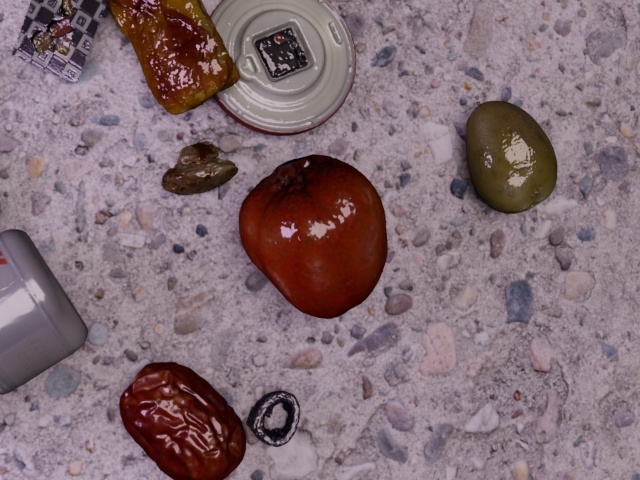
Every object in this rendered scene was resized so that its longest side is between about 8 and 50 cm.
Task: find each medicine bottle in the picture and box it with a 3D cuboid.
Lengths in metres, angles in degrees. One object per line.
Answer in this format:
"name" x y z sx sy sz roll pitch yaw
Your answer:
"medicine bottle" -0.581 0.150 1.503 0.306 0.245 0.245 -33 94 -15

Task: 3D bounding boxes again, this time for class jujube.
"jujube" -0.250 0.337 1.623 0.250 0.174 0.174 41 76 3

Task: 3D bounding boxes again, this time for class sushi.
"sushi" -0.481 -0.414 1.669 0.139 0.031 0.201 25 101 0

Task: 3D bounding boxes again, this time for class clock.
"clock" -0.081 -0.367 1.773 0.318 0.080 0.319 1 85 -16

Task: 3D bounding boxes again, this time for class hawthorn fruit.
"hawthorn fruit" -0.005 -0.008 1.657 0.295 0.295 0.312 -18 87 -16

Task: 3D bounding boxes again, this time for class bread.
"bread" -0.301 -0.432 1.667 0.381 0.185 0.109 62 34 -2

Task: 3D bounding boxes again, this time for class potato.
"potato" 0.387 -0.182 1.845 0.174 0.159 0.251 -21 83 -23

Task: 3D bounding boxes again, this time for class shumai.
"shumai" -0.241 -0.137 1.692 0.139 0.123 0.105 -35 84 -2

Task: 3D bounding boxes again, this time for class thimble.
"thimble" -0.085 0.344 1.714 0.104 0.066 0.095 -38 93 -16
